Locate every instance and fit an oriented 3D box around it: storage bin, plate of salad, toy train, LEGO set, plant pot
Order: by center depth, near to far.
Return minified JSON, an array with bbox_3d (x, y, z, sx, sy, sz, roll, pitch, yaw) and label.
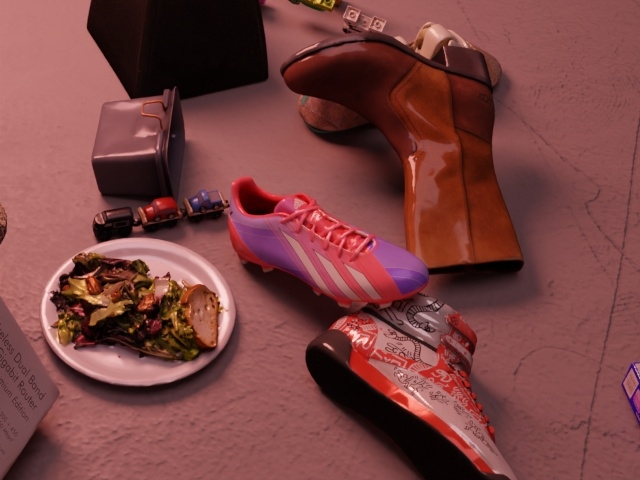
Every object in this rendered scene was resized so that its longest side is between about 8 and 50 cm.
[{"bbox_3d":[-0.186,0.063,1.137,0.199,0.048,0.200,5,47,-6],"label":"plate of salad"},{"bbox_3d":[-0.176,-0.032,1.238,0.158,0.036,0.027,-12,50,-21],"label":"toy train"},{"bbox_3d":[-0.210,-0.113,1.278,0.091,0.098,0.135,-3,46,1],"label":"storage bin"},{"bbox_3d":[-0.181,-0.306,1.411,0.188,0.167,0.187,-17,52,-24],"label":"plant pot"},{"bbox_3d":[-0.008,-0.347,1.550,0.227,0.093,0.087,22,78,4],"label":"LEGO set"}]

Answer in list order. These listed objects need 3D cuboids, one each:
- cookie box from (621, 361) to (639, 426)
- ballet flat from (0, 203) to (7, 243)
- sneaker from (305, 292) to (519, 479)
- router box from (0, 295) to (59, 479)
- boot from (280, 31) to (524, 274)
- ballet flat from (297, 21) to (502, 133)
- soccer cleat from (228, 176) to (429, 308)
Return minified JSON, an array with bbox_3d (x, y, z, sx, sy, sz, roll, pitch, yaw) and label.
[{"bbox_3d":[0.380,0.169,1.146,0.107,0.040,0.092,-2,46,-13],"label":"cookie box"},{"bbox_3d":[-0.527,-0.047,0.962,0.482,0.182,0.164,0,47,-10],"label":"ballet flat"},{"bbox_3d":[0.127,0.149,1.083,0.270,0.090,0.145,37,54,27],"label":"sneaker"},{"bbox_3d":[-0.376,0.111,0.857,0.082,0.335,0.301,0,41,27],"label":"router box"},{"bbox_3d":[0.090,-0.088,1.270,0.264,0.096,0.280,5,68,-24],"label":"boot"},{"bbox_3d":[0.117,-0.219,1.425,0.316,0.106,0.107,-22,54,-28],"label":"ballet flat"},{"bbox_3d":[0.000,0.000,1.151,0.248,0.095,0.083,17,38,37],"label":"soccer cleat"}]
